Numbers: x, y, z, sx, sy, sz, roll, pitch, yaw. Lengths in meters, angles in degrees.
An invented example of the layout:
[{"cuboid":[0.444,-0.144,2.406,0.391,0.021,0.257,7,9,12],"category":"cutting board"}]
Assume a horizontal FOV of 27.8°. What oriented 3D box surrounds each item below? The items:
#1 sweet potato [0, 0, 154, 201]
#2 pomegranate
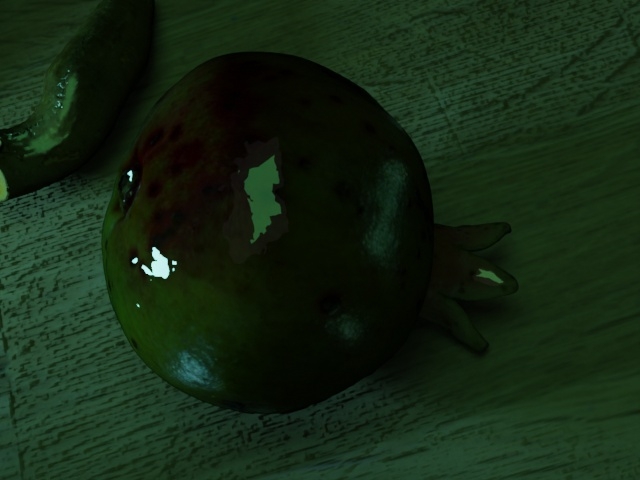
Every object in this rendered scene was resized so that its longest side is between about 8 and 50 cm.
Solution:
[{"cuboid":[-0.230,-0.155,1.229,0.112,0.085,0.286,12,62,21],"category":"sweet potato"},{"cuboid":[-0.022,0.001,1.038,0.291,0.323,0.291,-13,68,36],"category":"pomegranate"}]
